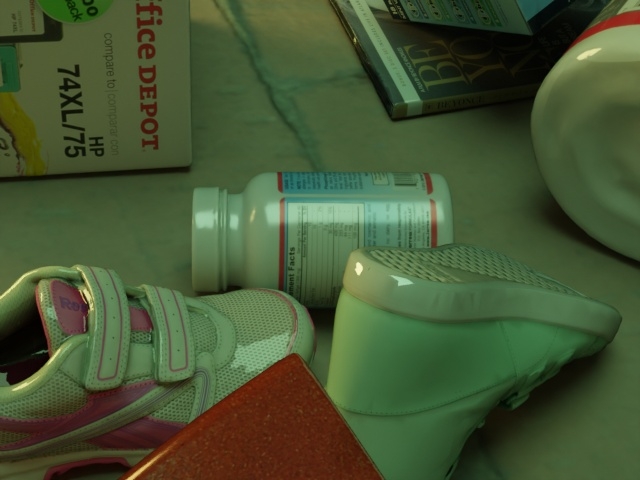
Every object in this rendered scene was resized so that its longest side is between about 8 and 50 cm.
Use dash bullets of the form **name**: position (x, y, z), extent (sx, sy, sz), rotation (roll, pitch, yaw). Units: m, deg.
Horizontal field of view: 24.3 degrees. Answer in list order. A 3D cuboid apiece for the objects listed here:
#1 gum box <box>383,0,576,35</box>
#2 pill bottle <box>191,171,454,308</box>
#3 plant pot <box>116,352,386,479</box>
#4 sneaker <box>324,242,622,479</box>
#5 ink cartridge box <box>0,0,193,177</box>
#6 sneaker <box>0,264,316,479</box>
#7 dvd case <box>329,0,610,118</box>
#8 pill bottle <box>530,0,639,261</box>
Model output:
- **gum box**: position (0.149, -0.215, 1.089), extent (0.157, 0.041, 0.184), rotation (-38, 25, -16)
- **pill bottle**: position (0.000, 0.000, 0.934), extent (0.160, 0.087, 0.087), rotation (1, 44, -3)
- **plant pot**: position (-0.038, 0.255, 0.559), extent (0.236, 0.267, 0.267), rotation (-25, 50, -14)
- **sneaker**: position (0.077, 0.085, 0.858), extent (0.094, 0.151, 0.256), rotation (26, 13, 36)
- **ink cartridge box**: position (-0.228, -0.176, 1.022), extent (0.270, 0.198, 0.197), rotation (-4, 44, -8)
- **sneaker**: position (-0.119, 0.069, 0.836), extent (0.252, 0.111, 0.103), rotation (-14, 47, -19)
- **dvd case**: position (0.134, -0.167, 1.168), extent (0.221, 0.018, 0.164), rotation (-10, 45, -14)
- **pill bottle**: position (0.290, -0.136, 1.033), extent (0.176, 0.176, 0.318), rotation (25, 48, 21)
